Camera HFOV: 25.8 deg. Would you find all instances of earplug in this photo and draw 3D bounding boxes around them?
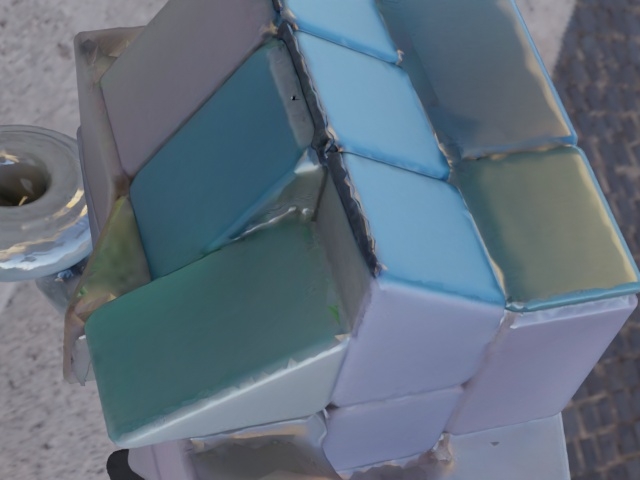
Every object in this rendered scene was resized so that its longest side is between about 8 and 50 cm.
[{"bbox_3d":[-0.282,-0.004,1.517,0.325,0.175,0.214,28,41,-22],"label":"earplug"}]

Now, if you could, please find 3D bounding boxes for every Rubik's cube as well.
[{"bbox_3d":[0.000,0.000,0.929,0.358,0.368,0.387,-7,57,-17],"label":"Rubik's cube"}]

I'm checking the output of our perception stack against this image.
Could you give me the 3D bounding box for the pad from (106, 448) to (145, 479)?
[{"bbox_3d":[-0.125,0.379,1.707,0.063,0.315,0.375,-59,140,-50],"label":"pad"}]
